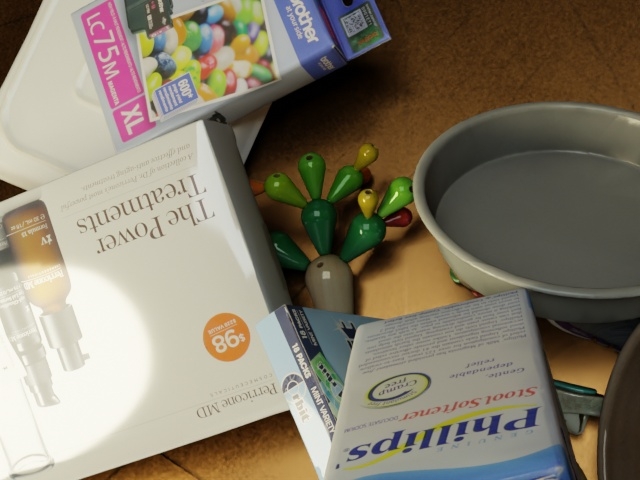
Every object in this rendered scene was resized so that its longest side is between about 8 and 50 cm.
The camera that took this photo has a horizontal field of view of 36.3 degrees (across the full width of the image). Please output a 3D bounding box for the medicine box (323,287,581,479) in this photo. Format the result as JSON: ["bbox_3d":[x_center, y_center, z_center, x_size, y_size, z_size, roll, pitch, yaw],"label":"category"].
[{"bbox_3d":[0.120,0.214,0.699,0.149,0.289,0.263,-15,105,11],"label":"medicine box"}]

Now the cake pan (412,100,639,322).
[{"bbox_3d":[0.232,-0.031,0.903,0.293,0.054,0.293,-2,40,2],"label":"cake pan"}]

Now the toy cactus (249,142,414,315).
[{"bbox_3d":[0.000,0.000,1.013,0.219,0.112,0.181,-10,89,9],"label":"toy cactus"}]

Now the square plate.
[{"bbox_3d":[-0.218,-0.191,1.123,0.344,0.049,0.347,23,88,21],"label":"square plate"}]

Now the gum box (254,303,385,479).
[{"bbox_3d":[0.034,0.142,0.896,0.041,0.184,0.157,-34,66,22],"label":"gum box"}]

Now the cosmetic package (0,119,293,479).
[{"bbox_3d":[-0.222,0.080,0.974,0.377,0.097,0.284,-21,89,13],"label":"cosmetic package"}]

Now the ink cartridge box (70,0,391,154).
[{"bbox_3d":[-0.101,-0.226,1.035,0.311,0.065,0.186,-24,74,10],"label":"ink cartridge box"}]

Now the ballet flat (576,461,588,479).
[{"bbox_3d":[0.134,0.244,0.908,0.232,0.080,0.073,-9,42,9],"label":"ballet flat"}]

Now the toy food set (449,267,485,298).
[{"bbox_3d":[0.170,0.016,0.990,0.083,0.020,0.083,-15,69,9],"label":"toy food set"}]

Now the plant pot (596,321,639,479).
[{"bbox_3d":[0.383,0.178,0.763,0.229,0.263,0.263,9,72,-16],"label":"plant pot"}]

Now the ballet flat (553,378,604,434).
[{"bbox_3d":[0.256,0.161,0.902,0.168,0.057,0.052,9,84,18],"label":"ballet flat"}]

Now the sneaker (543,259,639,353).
[{"bbox_3d":[0.306,0.078,0.891,0.223,0.098,0.083,17,77,20],"label":"sneaker"}]
